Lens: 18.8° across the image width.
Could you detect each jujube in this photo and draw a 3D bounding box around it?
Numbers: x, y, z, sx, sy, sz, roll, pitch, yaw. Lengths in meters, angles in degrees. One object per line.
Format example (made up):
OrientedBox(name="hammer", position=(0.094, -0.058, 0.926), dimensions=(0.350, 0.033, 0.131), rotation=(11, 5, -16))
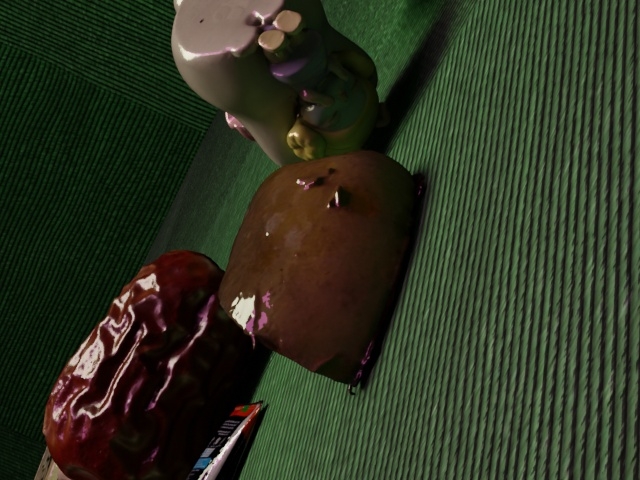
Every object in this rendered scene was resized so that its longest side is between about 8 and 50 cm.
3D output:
OrientedBox(name="jujube", position=(-0.140, 0.122, 1.687), dimensions=(0.230, 0.155, 0.155), rotation=(-57, 8, 4))

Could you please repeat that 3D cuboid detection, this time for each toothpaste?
OrientedBox(name="toothpaste", position=(-0.098, 0.211, 1.526), dimensions=(0.193, 0.045, 0.071), rotation=(-62, 14, -18))

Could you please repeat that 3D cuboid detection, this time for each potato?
OrientedBox(name="potato", position=(0.000, 0.000, 1.277), dimensions=(0.138, 0.098, 0.243), rotation=(-64, 9, 6))

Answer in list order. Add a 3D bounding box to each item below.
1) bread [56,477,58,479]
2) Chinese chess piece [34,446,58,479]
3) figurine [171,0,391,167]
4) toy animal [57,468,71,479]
OrientedBox(name="bread", position=(-0.235, 0.241, 2.198), dimensions=(0.102, 0.094, 0.245), rotation=(-71, 6, -70))
OrientedBox(name="Chinese chess piece", position=(-0.303, 0.295, 2.470), dimensions=(0.250, 0.101, 0.250), rotation=(-157, 90, -82))
OrientedBox(name="figurine", position=(-0.009, -0.116, 1.555), dimensions=(0.155, 0.235, 0.127), rotation=(12, 65, 42))
OrientedBox(name="toy animal", position=(-0.234, 0.264, 2.019), dimensions=(0.124, 0.124, 0.212), rotation=(-60, 6, 40))
